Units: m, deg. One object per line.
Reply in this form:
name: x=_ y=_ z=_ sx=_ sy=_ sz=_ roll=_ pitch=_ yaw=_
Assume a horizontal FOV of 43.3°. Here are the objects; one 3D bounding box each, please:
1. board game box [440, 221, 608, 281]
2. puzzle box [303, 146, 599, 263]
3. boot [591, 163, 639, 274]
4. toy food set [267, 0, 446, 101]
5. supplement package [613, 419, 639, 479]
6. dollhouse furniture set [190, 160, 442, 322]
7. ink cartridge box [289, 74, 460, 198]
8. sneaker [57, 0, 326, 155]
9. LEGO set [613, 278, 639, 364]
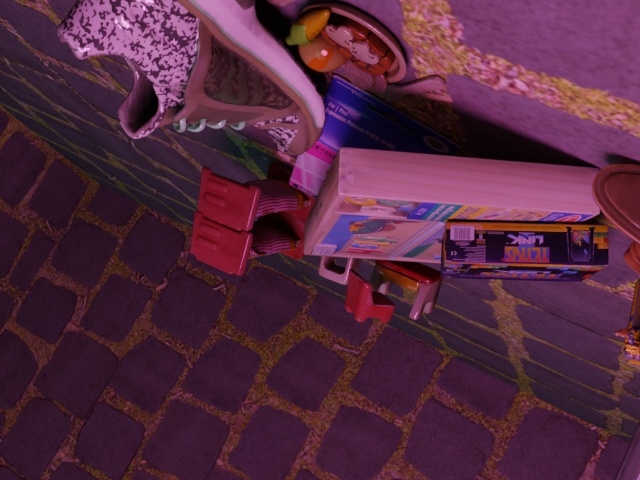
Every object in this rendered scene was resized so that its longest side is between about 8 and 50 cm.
board game box: x=0.223 y=0.015 z=0.912 sx=0.170 sy=0.048 sz=0.141 roll=1 pitch=169 yaw=8
puzzle box: x=0.130 y=-0.026 z=0.996 sx=0.272 sy=0.052 sz=0.409 roll=3 pitch=170 yaw=-5
boot: x=0.340 y=0.000 z=0.818 sx=0.197 sy=0.073 sz=0.152 roll=31 pitch=173 yaw=2
toy food set: x=0.028 y=-0.193 z=0.827 sx=0.192 sy=0.038 sz=0.132 roll=34 pitch=168 yaw=-22
supplement package: x=0.492 y=0.224 z=0.932 sx=0.204 sy=0.262 sz=0.145 roll=25 pitch=169 yaw=16
dollhouse furniture set: x=0.000 y=0.000 z=1.296 sx=0.374 sy=0.152 sz=0.201 roll=21 pitch=-162 yaw=26
ink cartridge box: x=0.058 y=-0.102 z=1.116 sx=0.175 sy=0.069 sz=0.371 roll=29 pitch=167 yaw=-1
sneaker: x=-0.136 y=-0.176 z=0.856 sx=0.158 sy=0.182 sz=0.410 roll=44 pitch=180 yaw=30
LEGO set: x=0.384 y=0.121 z=0.676 sx=0.255 sy=0.192 sz=0.331 roll=16 pitch=165 yaw=2
